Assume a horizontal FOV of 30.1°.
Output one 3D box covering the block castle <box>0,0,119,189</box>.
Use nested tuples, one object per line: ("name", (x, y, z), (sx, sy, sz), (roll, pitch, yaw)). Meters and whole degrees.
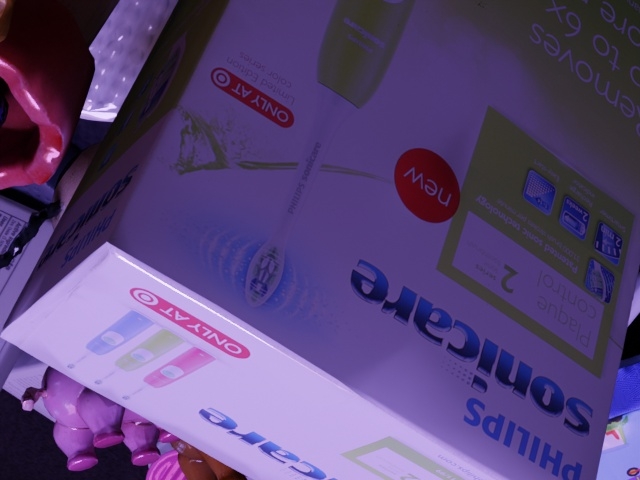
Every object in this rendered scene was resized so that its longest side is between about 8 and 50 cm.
("block castle", (-0.167, -0.223, 0.364), (0.303, 0.213, 0.453), (24, 141, -4))

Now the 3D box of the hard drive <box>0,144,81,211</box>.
("hard drive", (-0.233, -0.030, 0.913), (0.172, 0.054, 0.254), (-15, 133, 44))

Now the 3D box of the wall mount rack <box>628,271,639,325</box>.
("wall mount rack", (0.268, 0.065, 0.624), (0.304, 0.130, 0.350), (-24, 130, 24))

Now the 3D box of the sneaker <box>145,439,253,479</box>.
("sneaker", (-0.050, 0.195, 1.123), (0.252, 0.111, 0.103), (18, 121, -31))

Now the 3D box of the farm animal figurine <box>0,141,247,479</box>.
("farm animal figurine", (-0.006, 0.016, 0.683), (0.327, 0.172, 0.330), (-15, 156, -6))

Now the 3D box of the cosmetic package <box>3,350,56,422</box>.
("cosmetic package", (-0.186, 0.107, 1.074), (0.231, 0.085, 0.117), (-15, 134, 43))

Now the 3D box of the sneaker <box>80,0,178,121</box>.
("sneaker", (-0.169, -0.129, 0.668), (0.321, 0.127, 0.126), (-5, 109, 4))

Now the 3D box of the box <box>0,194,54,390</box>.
("box", (-0.320, 0.024, 0.852), (0.232, 0.148, 0.127), (26, 149, -5))

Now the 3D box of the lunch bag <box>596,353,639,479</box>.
("lunch bag", (0.171, 0.176, 0.795), (0.221, 0.138, 0.293), (-22, 143, 14))

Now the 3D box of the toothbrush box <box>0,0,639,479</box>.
("toothbrush box", (0.029, -0.040, 0.514), (0.206, 0.283, 0.122), (33, 148, -18))
